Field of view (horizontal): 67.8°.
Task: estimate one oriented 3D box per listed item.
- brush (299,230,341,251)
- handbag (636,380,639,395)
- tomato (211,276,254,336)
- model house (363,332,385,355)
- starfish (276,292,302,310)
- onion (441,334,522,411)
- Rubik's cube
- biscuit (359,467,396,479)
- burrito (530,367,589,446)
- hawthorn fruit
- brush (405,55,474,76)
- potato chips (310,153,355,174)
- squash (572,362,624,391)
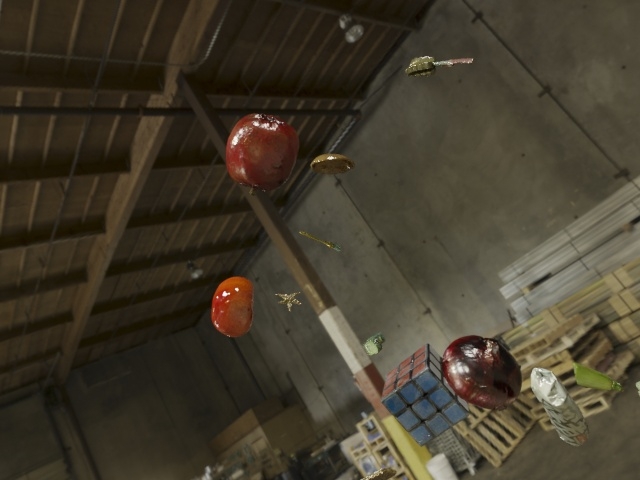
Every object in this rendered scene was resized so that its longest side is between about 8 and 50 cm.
[{"bbox_3d":[0.000,0.000,2.261,0.082,0.218,0.010,-89,24,-74],"label":"brush"},{"bbox_3d":[0.952,0.494,1.246,0.079,0.219,0.256,-35,23,14],"label":"handbag"},{"bbox_3d":[-0.376,0.284,2.059,0.179,0.260,0.260,9,-27,-7],"label":"tomato"},{"bbox_3d":[0.223,0.404,1.879,0.083,0.066,0.079,-25,-15,-37],"label":"model house"},{"bbox_3d":[-0.105,0.195,1.599,0.086,0.092,0.016,-52,-18,-47],"label":"starfish"},{"bbox_3d":[0.625,0.491,1.818,0.313,0.314,0.233,-20,-37,-36],"label":"onion"},{"bbox_3d":[0.511,0.748,2.330,0.305,0.301,0.304,-42,0,19],"label":"Rubik's cube"},{"bbox_3d":[0.203,1.013,1.991,0.230,0.025,0.131,-39,-43,20],"label":"biscuit"},{"bbox_3d":[0.849,0.608,1.656,0.101,0.139,0.446,-40,-61,-6],"label":"burrito"},{"bbox_3d":[-0.218,-0.303,1.731,0.265,0.265,0.308,-10,-50,-51],"label":"hawthorn fruit"},{"bbox_3d":[0.498,-0.741,2.000,0.071,0.300,0.084,43,-113,-44],"label":"brush"},{"bbox_3d":[0.058,-0.371,2.263,0.207,0.062,0.195,-7,-15,11],"label":"potato chips"},{"bbox_3d":[1.112,0.566,1.920,0.090,0.200,0.075,-56,-15,-59],"label":"squash"}]
